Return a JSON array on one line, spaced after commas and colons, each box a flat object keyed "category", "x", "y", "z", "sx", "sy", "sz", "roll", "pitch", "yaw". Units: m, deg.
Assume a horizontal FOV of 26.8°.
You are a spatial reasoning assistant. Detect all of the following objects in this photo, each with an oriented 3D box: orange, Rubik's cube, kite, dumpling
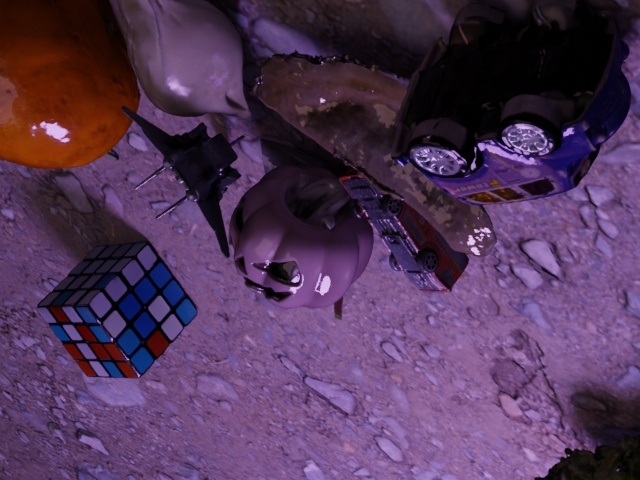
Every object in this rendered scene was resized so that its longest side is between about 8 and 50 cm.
[{"category": "orange", "x": -0.349, "y": -0.217, "z": 1.634, "sx": 0.283, "sy": 0.226, "sz": 0.284, "roll": 60, "pitch": -173, "yaw": -13}, {"category": "Rubik's cube", "x": -0.316, "y": 0.109, "z": 2.088, "sx": 0.155, "sy": 0.154, "sz": 0.151, "roll": -6, "pitch": 124, "yaw": 47}, {"category": "kite", "x": -0.001, "y": 0.001, "z": 1.779, "sx": 0.169, "sy": 0.015, "sz": 0.310, "roll": 23, "pitch": 142, "yaw": 23}, {"category": "dumpling", "x": 0.085, "y": -0.132, "z": 1.477, "sx": 0.332, "sy": 0.086, "sz": 0.166, "roll": 36, "pitch": 133, "yaw": 8}, {"category": "dumpling", "x": -0.183, "y": -0.233, "z": 1.576, "sx": 0.179, "sy": 0.131, "sz": 0.252, "roll": 34, "pitch": 172, "yaw": 41}]

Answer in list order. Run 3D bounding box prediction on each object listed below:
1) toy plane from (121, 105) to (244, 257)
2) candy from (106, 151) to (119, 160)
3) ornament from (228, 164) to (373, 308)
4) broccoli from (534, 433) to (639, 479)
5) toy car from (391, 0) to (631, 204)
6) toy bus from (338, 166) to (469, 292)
[{"category": "toy plane", "x": -0.135, "y": -0.097, "z": 1.636, "sx": 0.088, "sy": 0.267, "sz": 0.212, "roll": -33, "pitch": 95, "yaw": 21}, {"category": "candy", "x": -0.379, "y": -0.167, "z": 1.937, "sx": 0.203, "sy": 0.061, "sz": 0.061, "roll": 28, "pitch": 146, "yaw": 4}, {"category": "ornament", "x": -0.022, "y": -0.009, "z": 1.633, "sx": 0.178, "sy": 0.177, "sz": 0.177, "roll": 26, "pitch": 144, "yaw": 21}, {"category": "broccoli", "x": 0.388, "y": 0.368, "z": 1.610, "sx": 0.248, "sy": 0.245, "sz": 0.288, "roll": 55, "pitch": 145, "yaw": -10}, {"category": "toy car", "x": 0.201, "y": -0.126, "z": 1.314, "sx": 0.235, "sy": 0.172, "sz": 0.158, "roll": -7, "pitch": 143, "yaw": 42}, {"category": "toy bus", "x": 0.101, "y": -0.021, "z": 1.596, "sx": 0.065, "sy": 0.077, "sz": 0.192, "roll": -3, "pitch": 130, "yaw": 50}]
